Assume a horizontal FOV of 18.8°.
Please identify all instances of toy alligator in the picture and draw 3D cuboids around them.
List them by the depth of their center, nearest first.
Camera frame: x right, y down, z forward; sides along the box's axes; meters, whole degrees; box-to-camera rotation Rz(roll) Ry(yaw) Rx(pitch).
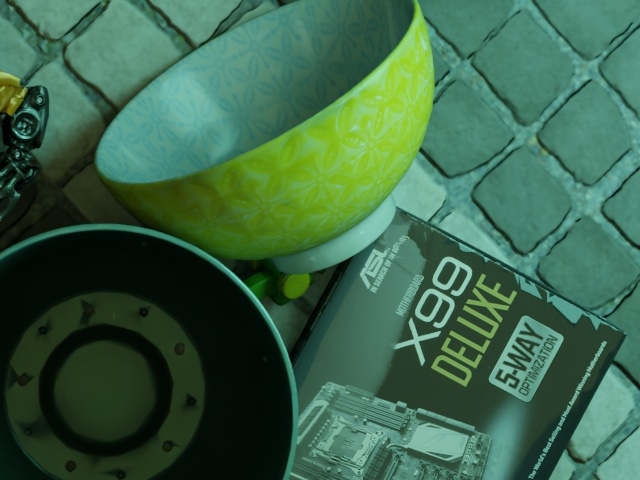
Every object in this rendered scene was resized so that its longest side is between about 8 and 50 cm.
[{"bbox_3d":[0.000,0.000,1.670,0.190,0.056,0.051,-44,140,-11],"label":"toy alligator"}]

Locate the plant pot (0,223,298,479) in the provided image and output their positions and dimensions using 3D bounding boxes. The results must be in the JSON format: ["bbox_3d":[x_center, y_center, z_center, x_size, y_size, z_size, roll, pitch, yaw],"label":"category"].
[{"bbox_3d":[-0.174,0.130,1.557,0.293,0.235,0.293,0,92,-6],"label":"plant pot"}]

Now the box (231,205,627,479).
[{"bbox_3d":[0.082,0.153,1.664,0.242,0.076,0.307,29,88,-6],"label":"box"}]

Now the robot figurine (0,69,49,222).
[{"bbox_3d":[-0.355,-0.062,1.577,0.211,0.085,0.291,40,72,-25],"label":"robot figurine"}]

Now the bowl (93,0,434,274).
[{"bbox_3d":[-0.021,-0.067,1.569,0.289,0.289,0.156,-31,114,-5],"label":"bowl"}]
